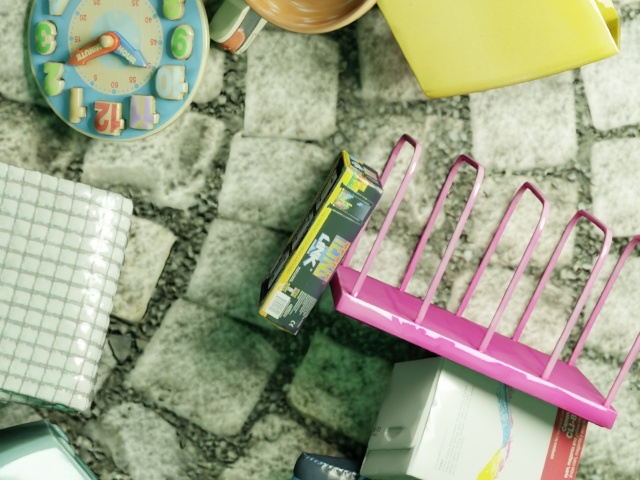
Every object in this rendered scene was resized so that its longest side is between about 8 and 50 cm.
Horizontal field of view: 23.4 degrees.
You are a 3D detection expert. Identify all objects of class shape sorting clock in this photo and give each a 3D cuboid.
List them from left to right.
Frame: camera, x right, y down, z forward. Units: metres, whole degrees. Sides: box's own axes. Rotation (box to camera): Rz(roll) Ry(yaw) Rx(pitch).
[{"bbox_3d":[-0.207,-0.201,1.555,0.206,0.040,0.206,5,102,22],"label":"shape sorting clock"}]

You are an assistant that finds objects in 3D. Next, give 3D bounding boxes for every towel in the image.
[{"bbox_3d":[-0.347,0.040,1.561,0.283,0.121,0.235,13,82,-4],"label":"towel"}]

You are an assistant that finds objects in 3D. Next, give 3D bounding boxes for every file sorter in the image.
[{"bbox_3d":[0.178,0.029,1.551,0.290,0.202,0.182,24,97,-5],"label":"file sorter"}]

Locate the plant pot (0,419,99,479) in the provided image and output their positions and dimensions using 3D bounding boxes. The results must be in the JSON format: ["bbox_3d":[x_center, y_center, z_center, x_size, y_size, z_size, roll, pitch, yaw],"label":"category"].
[{"bbox_3d":[-0.327,0.324,1.592,0.252,0.247,0.248,-40,99,-10],"label":"plant pot"}]

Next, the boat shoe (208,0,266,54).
[{"bbox_3d":[-0.059,-0.249,1.573,0.137,0.049,0.043,-52,140,6],"label":"boat shoe"}]

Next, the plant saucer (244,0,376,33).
[{"bbox_3d":[-0.006,-0.291,1.417,0.200,0.037,0.200,8,106,32],"label":"plant saucer"}]

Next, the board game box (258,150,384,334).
[{"bbox_3d":[0.000,0.000,1.571,0.048,0.141,0.170,31,99,-5],"label":"board game box"}]

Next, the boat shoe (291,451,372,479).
[{"bbox_3d":[0.095,0.255,1.656,0.258,0.109,0.089,16,94,-20],"label":"boat shoe"}]

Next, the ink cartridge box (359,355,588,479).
[{"bbox_3d":[0.153,0.206,1.560,0.176,0.128,0.127,22,74,-17],"label":"ink cartridge box"}]

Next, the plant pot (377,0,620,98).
[{"bbox_3d":[0.161,-0.250,1.501,0.187,0.212,0.212,-26,100,17],"label":"plant pot"}]
